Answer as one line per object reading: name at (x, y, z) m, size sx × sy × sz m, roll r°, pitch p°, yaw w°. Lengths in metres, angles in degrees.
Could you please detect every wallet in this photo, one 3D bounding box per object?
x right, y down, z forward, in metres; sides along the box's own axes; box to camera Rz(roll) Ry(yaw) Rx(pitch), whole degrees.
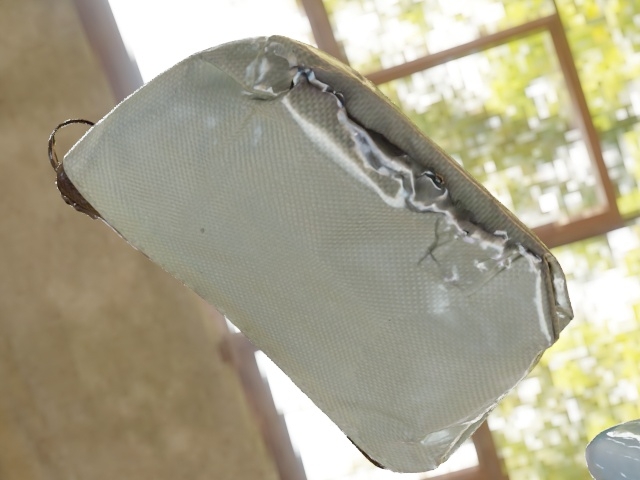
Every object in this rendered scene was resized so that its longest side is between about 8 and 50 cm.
wallet at (-0.002, 0.003, 1.230) m, size 0.335 × 0.275 × 0.068 m, roll 43°, pitch -127°, yaw -8°

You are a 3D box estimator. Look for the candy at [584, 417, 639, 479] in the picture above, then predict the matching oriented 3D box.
candy at (0.233, 0.130, 0.973) m, size 0.138 × 0.174 × 0.071 m, roll 18°, pitch -94°, yaw -40°
